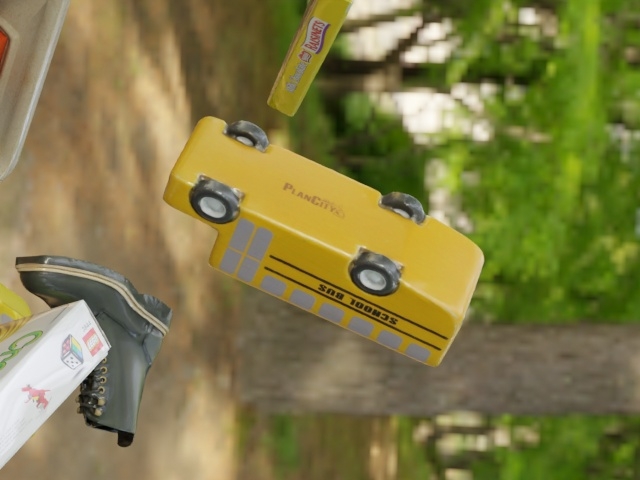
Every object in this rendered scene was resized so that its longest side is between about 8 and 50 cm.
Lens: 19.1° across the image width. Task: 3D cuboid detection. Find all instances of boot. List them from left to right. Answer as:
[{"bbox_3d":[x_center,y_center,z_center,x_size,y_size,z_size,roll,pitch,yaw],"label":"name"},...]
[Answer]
[{"bbox_3d":[-0.212,0.100,1.735,0.198,0.077,0.137,31,66,-48],"label":"boot"}]

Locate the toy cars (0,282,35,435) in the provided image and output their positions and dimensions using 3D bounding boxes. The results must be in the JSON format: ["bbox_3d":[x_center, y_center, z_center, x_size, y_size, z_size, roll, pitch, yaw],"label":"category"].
[{"bbox_3d":[-0.347,0.161,1.967,0.176,0.087,0.393,64,19,-17],"label":"toy cars"}]

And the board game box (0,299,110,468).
[{"bbox_3d":[-0.305,0.157,1.384,0.053,0.193,0.305,63,34,-16],"label":"board game box"}]

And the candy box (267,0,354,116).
[{"bbox_3d":[0.009,-0.169,1.310,0.105,0.027,0.206,-65,-177,-21],"label":"candy box"}]

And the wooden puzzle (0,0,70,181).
[{"bbox_3d":[-0.343,-0.256,1.587,0.080,0.322,0.348,-26,153,-47],"label":"wooden puzzle"}]

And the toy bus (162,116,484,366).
[{"bbox_3d":[0.000,0.000,1.968,0.130,0.333,0.108,115,0,-50],"label":"toy bus"}]
